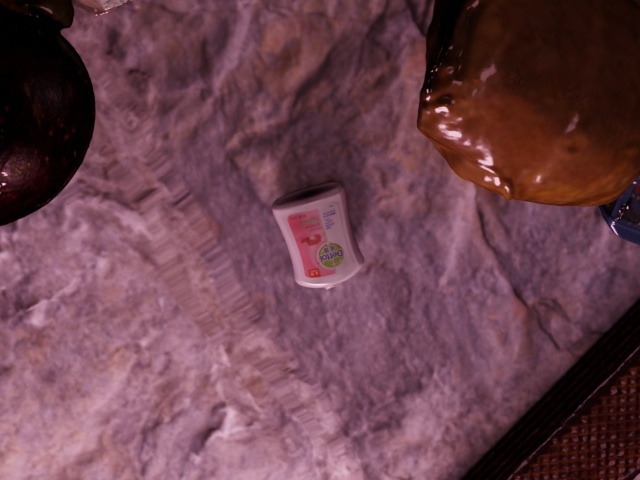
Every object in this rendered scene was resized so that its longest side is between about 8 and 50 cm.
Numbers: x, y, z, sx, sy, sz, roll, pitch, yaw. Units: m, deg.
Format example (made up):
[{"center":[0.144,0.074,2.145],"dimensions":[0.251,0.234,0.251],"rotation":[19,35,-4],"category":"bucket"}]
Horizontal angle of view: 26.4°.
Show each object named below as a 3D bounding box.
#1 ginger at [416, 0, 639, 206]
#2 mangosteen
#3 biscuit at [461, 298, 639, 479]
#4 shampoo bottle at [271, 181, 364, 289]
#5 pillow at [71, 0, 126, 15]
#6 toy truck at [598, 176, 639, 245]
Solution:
[{"center":[0.195,-0.131,1.167],"dimensions":[0.223,0.269,0.200],"rotation":[10,97,4],"category":"ginger"},{"center":[-0.296,-0.140,1.149],"dimensions":[0.228,0.228,0.265],"rotation":[16,92,-10],"category":"mangosteen"},{"center":[0.264,0.207,1.384],"dimensions":[0.107,0.073,0.388],"rotation":[40,101,-17],"category":"biscuit"},{"center":[0.000,0.000,1.307],"dimensions":[0.072,0.043,0.099],"rotation":[-16,108,0],"category":"shampoo bottle"},{"center":[-0.246,-0.302,1.191],"dimensions":[0.233,0.038,0.130],"rotation":[32,105,-13],"category":"pillow"},{"center":[0.369,-0.020,1.324],"dimensions":[0.202,0.074,0.088],"rotation":[19,114,-11],"category":"toy truck"}]
